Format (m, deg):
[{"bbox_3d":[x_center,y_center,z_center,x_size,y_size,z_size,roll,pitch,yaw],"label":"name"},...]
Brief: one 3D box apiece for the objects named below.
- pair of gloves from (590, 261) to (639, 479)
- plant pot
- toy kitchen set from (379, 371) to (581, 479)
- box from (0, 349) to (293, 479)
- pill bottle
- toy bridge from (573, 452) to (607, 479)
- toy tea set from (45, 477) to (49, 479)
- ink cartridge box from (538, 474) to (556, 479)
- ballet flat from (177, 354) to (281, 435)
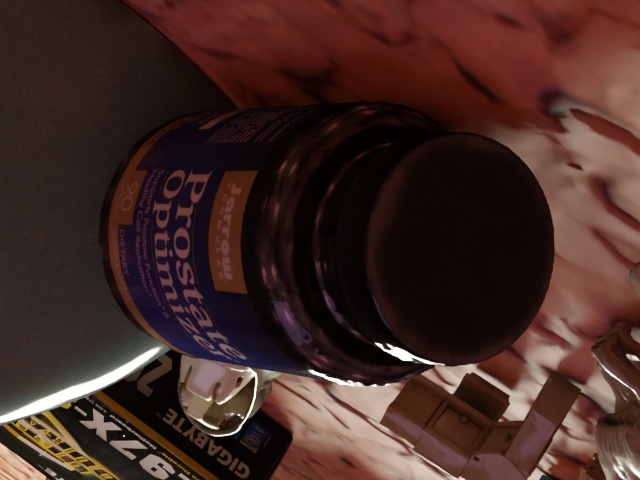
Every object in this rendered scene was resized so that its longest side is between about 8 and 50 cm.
[{"bbox_3d":[0.180,0.109,0.794,0.204,0.042,0.240,63,168,14],"label":"pair of gloves"},{"bbox_3d":[-0.187,-0.013,1.026,0.290,0.195,0.290,31,161,12],"label":"plant pot"},{"bbox_3d":[0.092,0.081,1.023,0.083,0.068,0.075,32,134,10],"label":"toy kitchen set"},{"bbox_3d":[-0.204,0.116,1.520,0.322,0.079,0.257,38,152,-8],"label":"box"},{"bbox_3d":[0.000,0.000,0.843,0.123,0.123,0.219,44,160,-25],"label":"pill bottle"},{"bbox_3d":[0.149,0.184,1.103,0.063,0.026,0.188,33,145,27],"label":"toy bridge"},{"bbox_3d":[-0.191,0.256,1.816,0.200,0.124,0.336,38,162,-8],"label":"toy tea set"},{"bbox_3d":[0.166,0.177,1.139,0.083,0.028,0.048,21,157,36],"label":"ink cartridge box"},{"bbox_3d":[-0.062,0.084,1.250,0.072,0.068,0.213,32,161,8],"label":"ballet flat"}]
